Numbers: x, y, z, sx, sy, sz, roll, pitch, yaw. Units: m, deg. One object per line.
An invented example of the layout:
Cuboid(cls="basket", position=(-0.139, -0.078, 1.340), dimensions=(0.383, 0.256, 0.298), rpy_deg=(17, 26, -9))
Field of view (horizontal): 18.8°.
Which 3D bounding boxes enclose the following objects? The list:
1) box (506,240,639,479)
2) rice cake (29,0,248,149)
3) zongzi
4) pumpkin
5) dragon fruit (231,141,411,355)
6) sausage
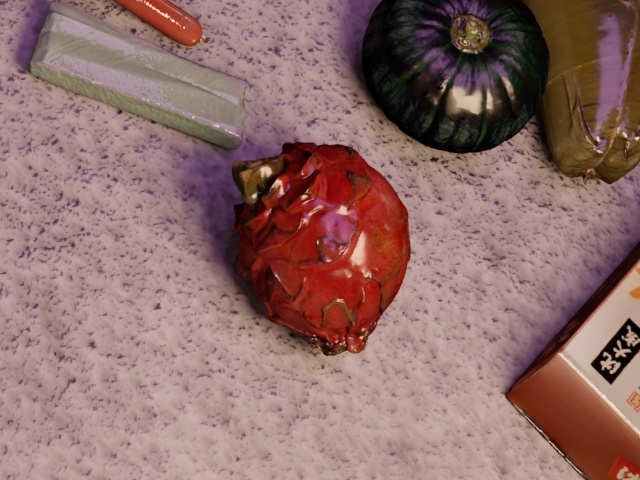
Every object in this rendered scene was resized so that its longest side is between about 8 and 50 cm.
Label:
Cuboid(cls="box", position=(0.437, 0.141, 1.985), dimensions=(0.344, 0.122, 0.385), rpy_deg=(45, 57, 1))
Cuboid(cls="rice cake", position=(-0.172, -0.160, 1.893), dimensions=(0.221, 0.042, 0.080), rpy_deg=(21, 56, -14))
Cuboid(cls="zongzi", position=(0.364, -0.198, 2.094), dimensions=(0.300, 0.145, 0.274), rpy_deg=(-2, 69, -23))
Cuboid(cls="pumpkin", position=(0.139, -0.187, 1.986), dimensions=(0.202, 0.140, 0.202), rpy_deg=(6, 62, -11))
Cuboid(cls="dragon fruit", position=(0.000, 0.000, 1.825), dimensions=(0.172, 0.172, 0.210), rpy_deg=(-34, 113, -33))
Cuboid(cls="sausage", position=(-0.209, -0.257, 1.888), dimensions=(0.253, 0.034, 0.034), rpy_deg=(32, 56, -31))
